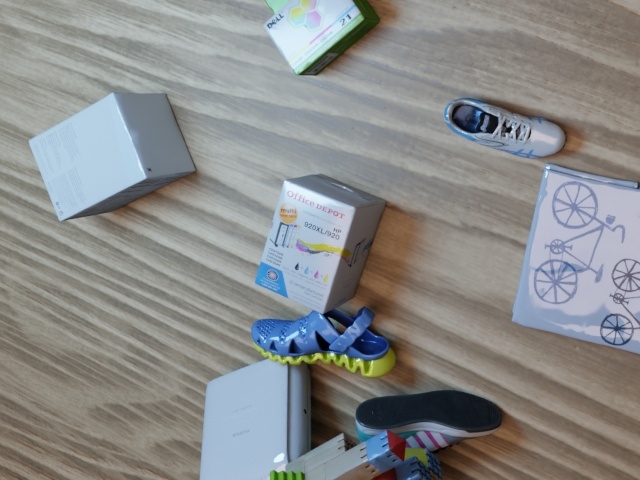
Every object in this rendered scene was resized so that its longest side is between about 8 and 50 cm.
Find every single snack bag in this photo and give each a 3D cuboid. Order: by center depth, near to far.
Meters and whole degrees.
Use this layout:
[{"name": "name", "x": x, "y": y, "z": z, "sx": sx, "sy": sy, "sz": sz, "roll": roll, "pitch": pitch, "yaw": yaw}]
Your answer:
[{"name": "snack bag", "x": 0.553, "y": 0.044, "z": 1.641, "sx": 0.343, "sy": 0.037, "sz": 0.323, "roll": 14, "pitch": 105, "yaw": 22}]

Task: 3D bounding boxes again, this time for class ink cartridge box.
[{"name": "ink cartridge box", "x": -0.033, "y": -0.490, "z": 1.781, "sx": 0.189, "sy": 0.097, "sz": 0.255, "roll": -36, "pitch": 84, "yaw": 25}, {"name": "ink cartridge box", "x": 0.000, "y": 0.000, "z": 1.809, "sx": 0.171, "sy": 0.168, "sz": 0.232, "roll": 23, "pitch": 107, "yaw": 20}]

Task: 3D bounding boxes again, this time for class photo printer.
[{"name": "photo printer", "x": -0.139, "y": 0.421, "z": 1.889, "sx": 0.256, "sy": 0.107, "sz": 0.307, "roll": -23, "pitch": 47, "yaw": 26}]

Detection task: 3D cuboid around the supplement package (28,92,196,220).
[{"name": "supplement package", "x": -0.466, "y": -0.189, "z": 1.972, "sx": 0.263, "sy": 0.198, "sz": 0.199, "roll": -22, "pitch": 89, "yaw": 26}]

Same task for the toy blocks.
[{"name": "toy blocks", "x": 0.122, "y": 0.491, "z": 1.709, "sx": 0.261, "sy": 0.190, "sz": 0.381, "roll": -33, "pitch": 121, "yaw": 19}]

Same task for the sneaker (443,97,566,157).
[{"name": "sneaker", "x": 0.345, "y": -0.210, "z": 1.664, "sx": 0.237, "sy": 0.086, "sz": 0.085, "roll": 18, "pitch": 104, "yaw": 19}]

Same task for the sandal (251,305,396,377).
[{"name": "sandal", "x": 0.003, "y": 0.192, "z": 1.857, "sx": 0.317, "sy": 0.126, "sz": 0.138, "roll": 4, "pitch": 119, "yaw": 15}]

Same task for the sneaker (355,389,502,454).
[{"name": "sneaker", "x": 0.218, "y": 0.413, "z": 1.811, "sx": 0.296, "sy": 0.123, "sz": 0.178, "roll": -1, "pitch": 128, "yaw": 0}]
